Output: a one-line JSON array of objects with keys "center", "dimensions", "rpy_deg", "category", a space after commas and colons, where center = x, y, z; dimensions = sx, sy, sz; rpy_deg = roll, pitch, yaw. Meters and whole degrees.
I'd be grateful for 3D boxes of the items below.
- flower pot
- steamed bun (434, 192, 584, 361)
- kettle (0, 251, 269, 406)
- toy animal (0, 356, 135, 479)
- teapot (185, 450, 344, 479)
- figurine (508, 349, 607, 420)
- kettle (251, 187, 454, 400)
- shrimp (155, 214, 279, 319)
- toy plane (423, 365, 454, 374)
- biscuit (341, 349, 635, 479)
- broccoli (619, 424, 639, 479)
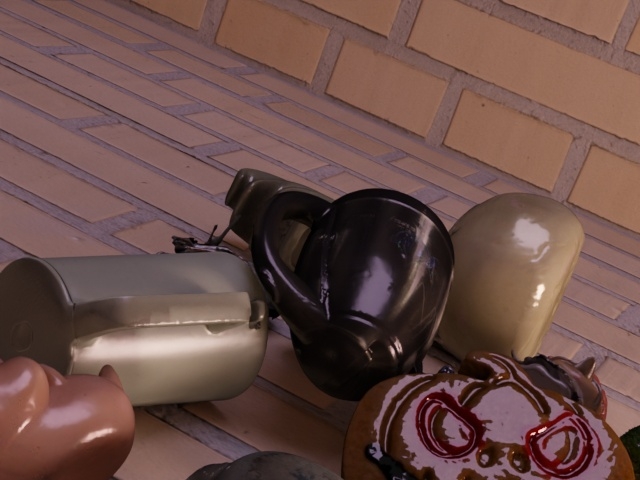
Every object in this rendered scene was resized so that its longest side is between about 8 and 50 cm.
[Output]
[{"center": [0.000, 0.000, 2.314], "dimensions": [0.367, 0.164, 0.254], "rpy_deg": [26, 12, -8], "category": "flower pot"}, {"center": [0.316, 0.059, 2.290], "dimensions": [0.233, 0.312, 0.334], "rpy_deg": [22, 14, 13], "category": "steamed bun"}, {"center": [-0.227, 0.122, 1.643], "dimensions": [0.318, 0.205, 0.265], "rpy_deg": [3, 17, -44], "category": "kettle"}, {"center": [-0.319, 0.206, 1.399], "dimensions": [0.250, 0.166, 0.154], "rpy_deg": [10, 37, -38], "category": "toy animal"}, {"center": [-0.040, 0.321, 1.410], "dimensions": [0.294, 0.129, 0.193], "rpy_deg": [27, 18, 13], "category": "teapot"}, {"center": [0.370, 0.244, 1.987], "dimensions": [0.207, 0.166, 0.387], "rpy_deg": [38, 8, 21], "category": "figurine"}, {"center": [0.033, 0.066, 1.791], "dimensions": [0.321, 0.228, 0.324], "rpy_deg": [44, 26, -12], "category": "kettle"}, {"center": [-0.183, 0.046, 1.988], "dimensions": [0.137, 0.172, 0.372], "rpy_deg": [-7, -16, 34], "category": "shrimp"}, {"center": [0.111, 0.182, 2.024], "dimensions": [0.316, 0.103, 0.204], "rpy_deg": [28, 18, 25], "category": "toy plane"}, {"center": [0.211, 0.276, 1.606], "dimensions": [0.367, 0.063, 0.314], "rpy_deg": [9, 58, 0], "category": "biscuit"}, {"center": [0.551, 0.363, 1.761], "dimensions": [0.321, 0.304, 0.283], "rpy_deg": [20, 48, 8], "category": "broccoli"}]
